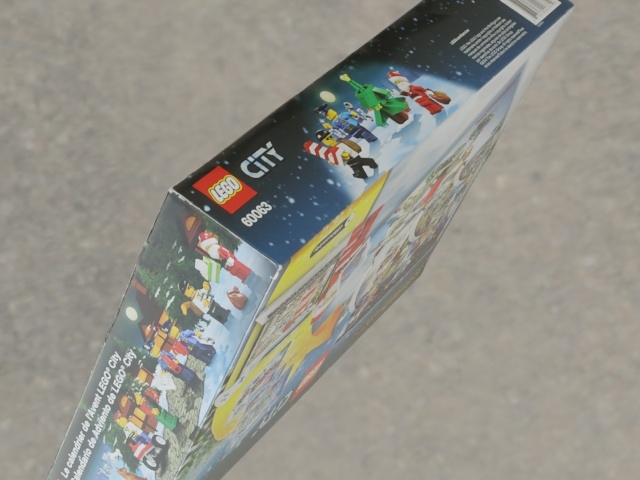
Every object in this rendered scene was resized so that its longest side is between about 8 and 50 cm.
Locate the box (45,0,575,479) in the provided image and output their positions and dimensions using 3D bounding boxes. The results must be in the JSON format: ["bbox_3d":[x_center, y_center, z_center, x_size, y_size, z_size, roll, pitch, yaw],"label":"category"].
[{"bbox_3d":[0.000,0.000,0.623,0.044,0.233,0.159,36,129,10],"label":"box"}]
